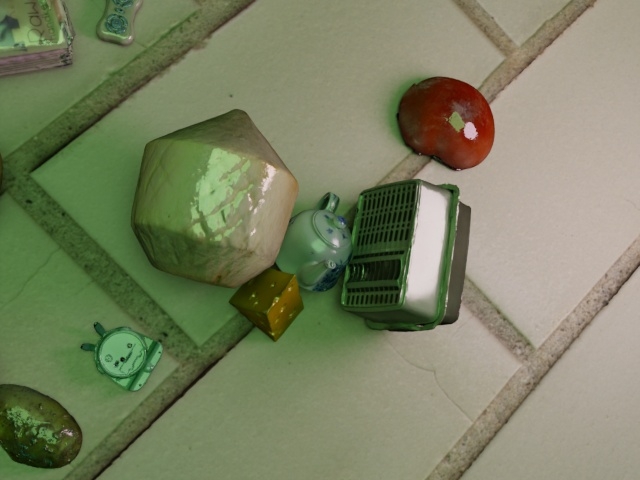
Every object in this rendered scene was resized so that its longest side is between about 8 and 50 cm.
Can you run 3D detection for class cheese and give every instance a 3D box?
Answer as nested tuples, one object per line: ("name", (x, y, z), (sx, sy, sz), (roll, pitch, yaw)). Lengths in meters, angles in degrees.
("cheese", (-0.086, 0.111, 1.371), (0.126, 0.171, 0.093), (41, 72, -4))

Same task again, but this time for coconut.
("coconut", (-0.182, -0.083, 1.324), (0.329, 0.329, 0.328), (3, 79, -15))

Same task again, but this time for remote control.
("remote control", (-0.395, -0.446, 1.461), (0.074, 0.032, 0.122), (12, 76, -13))

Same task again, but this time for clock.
("clock", (-0.362, 0.205, 1.345), (0.135, 0.041, 0.101), (30, 74, -8))

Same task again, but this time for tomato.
("tomato", (0.288, -0.266, 1.578), (0.228, 0.112, 0.199), (19, 74, -14))

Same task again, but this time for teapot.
("teapot", (0.000, 0.000, 1.409), (0.159, 0.159, 0.232), (19, 40, -11))

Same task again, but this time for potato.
("potato", (-0.504, 0.319, 1.281), (0.198, 0.054, 0.119), (46, 75, -3))

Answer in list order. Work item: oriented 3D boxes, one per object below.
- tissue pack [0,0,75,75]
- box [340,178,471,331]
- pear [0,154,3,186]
("tissue pack", (-0.640, -0.415, 1.340), (0.344, 0.125, 0.242), (-15, 84, -20))
("box", (0.168, 0.031, 1.432), (0.166, 0.221, 0.290), (19, 74, -34))
("pear", (-0.651, -0.119, 1.248), (0.228, 0.188, 0.211), (41, 75, -3))
